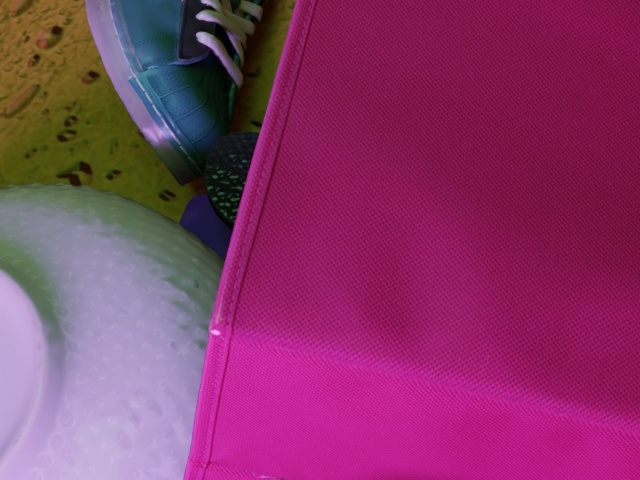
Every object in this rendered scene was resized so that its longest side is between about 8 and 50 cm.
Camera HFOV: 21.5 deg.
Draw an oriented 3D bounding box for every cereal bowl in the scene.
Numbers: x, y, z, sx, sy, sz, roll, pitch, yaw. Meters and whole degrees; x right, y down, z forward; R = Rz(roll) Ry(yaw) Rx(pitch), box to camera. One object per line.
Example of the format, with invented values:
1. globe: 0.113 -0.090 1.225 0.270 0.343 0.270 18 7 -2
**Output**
1. cereal bowl: -0.189 0.110 0.928 0.339 0.141 0.339 -9 61 16

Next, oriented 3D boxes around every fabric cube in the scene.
1. fabric cube: 0.090 0.020 0.776 0.258 0.259 0.254 13 59 -1

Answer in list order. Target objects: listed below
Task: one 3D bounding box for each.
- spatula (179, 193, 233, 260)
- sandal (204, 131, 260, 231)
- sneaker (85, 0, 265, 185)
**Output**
1. spatula: -0.140 0.011 1.065 0.296 0.030 0.084 -1 59 21
2. sandal: 0.000 0.000 1.008 0.179 0.040 0.067 36 66 17
3. sneaker: -0.084 -0.172 1.122 0.121 0.108 0.302 -22 50 11
